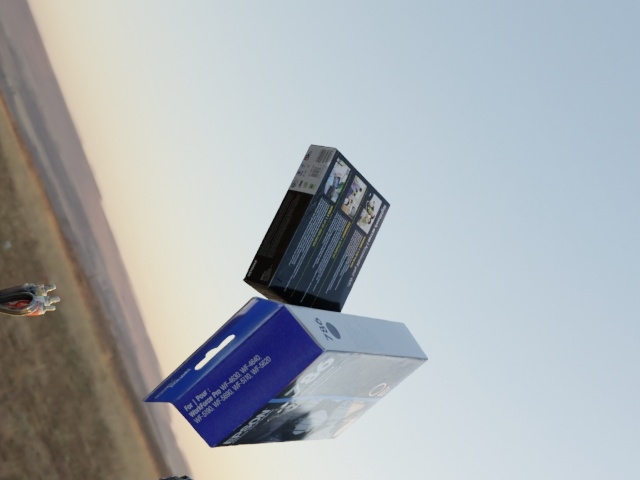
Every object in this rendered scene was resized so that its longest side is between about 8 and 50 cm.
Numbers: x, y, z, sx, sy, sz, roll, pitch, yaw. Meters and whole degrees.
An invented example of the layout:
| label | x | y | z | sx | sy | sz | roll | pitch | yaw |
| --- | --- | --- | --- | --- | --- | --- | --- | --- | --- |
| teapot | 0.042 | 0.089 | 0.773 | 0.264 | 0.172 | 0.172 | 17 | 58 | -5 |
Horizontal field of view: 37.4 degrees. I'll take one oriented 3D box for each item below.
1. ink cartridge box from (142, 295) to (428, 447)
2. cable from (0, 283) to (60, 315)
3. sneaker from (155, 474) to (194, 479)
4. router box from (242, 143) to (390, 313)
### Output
| label | x | y | z | sx | sy | sz | roll | pitch | yaw |
| --- | --- | --- | --- | --- | --- | --- | --- | --- | --- |
| ink cartridge box | -0.021 | 0.147 | 1.002 | 0.065 | 0.165 | 0.333 | 56 | 20 | 26 |
| cable | -0.753 | 0.160 | 2.186 | 0.139 | 0.287 | 0.072 | -118 | -164 | -62 |
| sneaker | -0.279 | 0.492 | 1.685 | 0.217 | 0.079 | 0.121 | -42 | -117 | 28 |
| router box | 0.000 | 0.000 | 1.089 | 0.046 | 0.178 | 0.133 | 14 | -19 | 40 |
